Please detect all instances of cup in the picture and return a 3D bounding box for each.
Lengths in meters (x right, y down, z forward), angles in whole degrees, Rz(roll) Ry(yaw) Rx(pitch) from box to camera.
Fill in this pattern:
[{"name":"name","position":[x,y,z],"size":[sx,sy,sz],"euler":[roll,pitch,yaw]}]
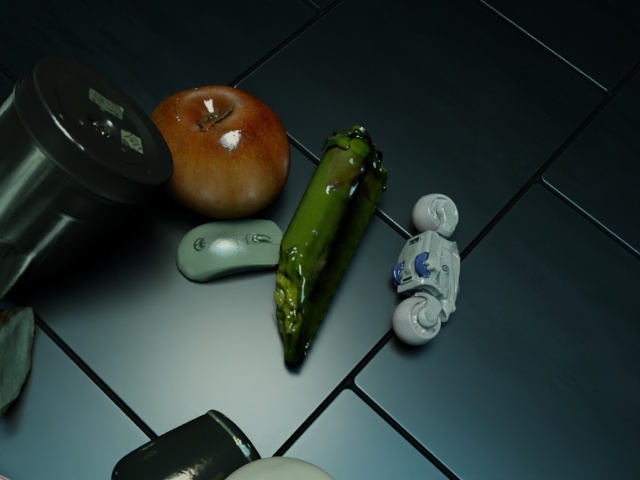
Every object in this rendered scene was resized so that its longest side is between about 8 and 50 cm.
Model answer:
[{"name":"cup","position":[-0.147,0.338,0.977],"size":[0.176,0.169,0.223],"euler":[-33,86,-27]}]

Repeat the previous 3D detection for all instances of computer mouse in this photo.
[{"name":"computer mouse","position":[-0.133,0.010,1.190],"size":[0.182,0.056,0.089],"euler":[-7,69,-10]}]

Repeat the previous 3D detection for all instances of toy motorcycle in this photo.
[{"name":"toy motorcycle","position":[0.173,0.047,1.192],"size":[0.112,0.112,0.254],"euler":[14,64,1]}]

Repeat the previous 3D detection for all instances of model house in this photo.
[{"name":"model house","position":[-0.491,0.158,1.065],"size":[0.152,0.106,0.165],"euler":[-1,28,6]}]

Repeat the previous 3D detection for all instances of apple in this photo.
[{"name":"apple","position":[-0.160,-0.145,1.188],"size":[0.235,0.173,0.210],"euler":[11,54,5]}]

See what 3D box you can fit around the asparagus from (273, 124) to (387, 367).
[{"name":"asparagus","position":[0.000,0.000,1.177],"size":[0.108,0.128,0.382],"euler":[4,58,37]}]

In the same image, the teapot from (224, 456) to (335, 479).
[{"name":"teapot","position":[-0.066,0.359,0.875],"size":[0.300,0.166,0.208],"euler":[-9,85,-29]}]

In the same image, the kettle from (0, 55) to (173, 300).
[{"name":"kettle","position":[-0.409,-0.093,1.101],"size":[0.324,0.228,0.321],"euler":[-41,47,19]}]

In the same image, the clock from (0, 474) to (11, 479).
[{"name":"clock","position":[-0.406,0.445,0.934],"size":[0.290,0.080,0.275],"euler":[23,64,6]}]
